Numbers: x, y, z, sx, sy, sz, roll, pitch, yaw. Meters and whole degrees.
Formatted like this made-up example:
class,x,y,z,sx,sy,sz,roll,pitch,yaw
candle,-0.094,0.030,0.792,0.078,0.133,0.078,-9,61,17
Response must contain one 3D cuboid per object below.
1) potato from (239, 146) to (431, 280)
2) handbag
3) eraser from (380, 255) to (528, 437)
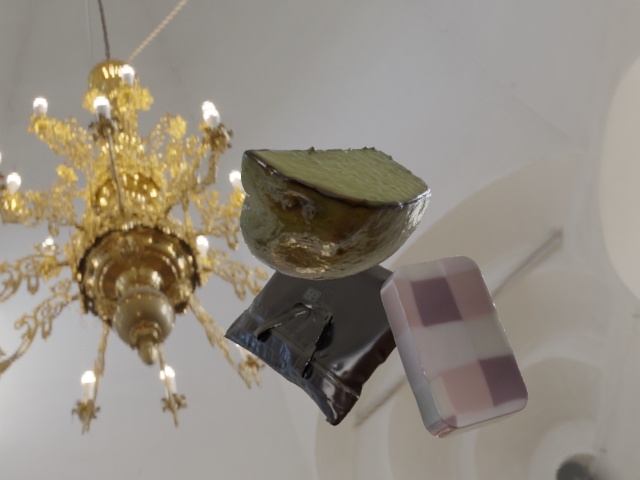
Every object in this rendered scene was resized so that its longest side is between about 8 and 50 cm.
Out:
class,x,y,z,sx,sy,sz,roll,pitch,yaw
potato,0.000,0.000,0.660,0.149,0.081,0.120,-6,-49,-48
handbag,0.009,0.103,1.171,0.211,0.254,0.089,-47,-45,-14
eraser,0.082,0.064,0.557,0.065,0.105,0.026,-9,-23,-25
